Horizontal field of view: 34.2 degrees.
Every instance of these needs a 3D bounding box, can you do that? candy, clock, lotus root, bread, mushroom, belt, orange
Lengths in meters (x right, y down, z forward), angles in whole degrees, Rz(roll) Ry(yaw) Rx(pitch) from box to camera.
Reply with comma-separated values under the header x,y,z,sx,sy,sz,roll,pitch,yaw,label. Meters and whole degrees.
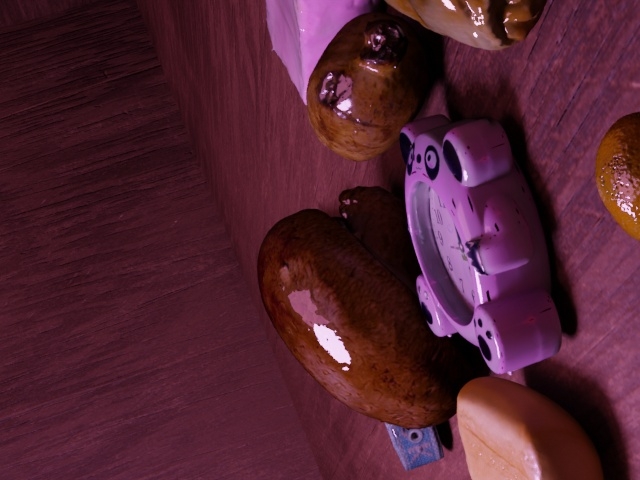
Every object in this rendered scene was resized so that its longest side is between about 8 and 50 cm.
x,y,z,sx,sy,sz,roll,pitch,yaw,label
0.000,-0.306,1.256,0.265,0.115,0.155,88,157,-60,candy
0.156,-0.004,1.074,0.227,0.090,0.248,-152,46,-73,clock
0.053,-0.174,1.156,0.260,0.128,0.145,123,167,-74,lotus root
0.098,-0.253,0.850,0.268,0.130,0.152,-125,25,-51,bread
0.059,0.102,1.330,0.239,0.345,0.345,-51,46,26,mushroom
0.135,0.264,1.599,0.147,0.082,0.163,-120,9,-83,belt
0.227,-0.041,0.692,0.085,0.085,0.095,159,95,-78,orange
0.222,0.222,1.089,0.217,0.098,0.147,-151,44,-69,bread

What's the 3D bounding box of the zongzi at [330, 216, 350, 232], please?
x,y,z,sx,sy,sz,roll,pitch,yaw,label
0.000,0.000,1.733,0.221,0.112,0.242,83,165,-50,zongzi
